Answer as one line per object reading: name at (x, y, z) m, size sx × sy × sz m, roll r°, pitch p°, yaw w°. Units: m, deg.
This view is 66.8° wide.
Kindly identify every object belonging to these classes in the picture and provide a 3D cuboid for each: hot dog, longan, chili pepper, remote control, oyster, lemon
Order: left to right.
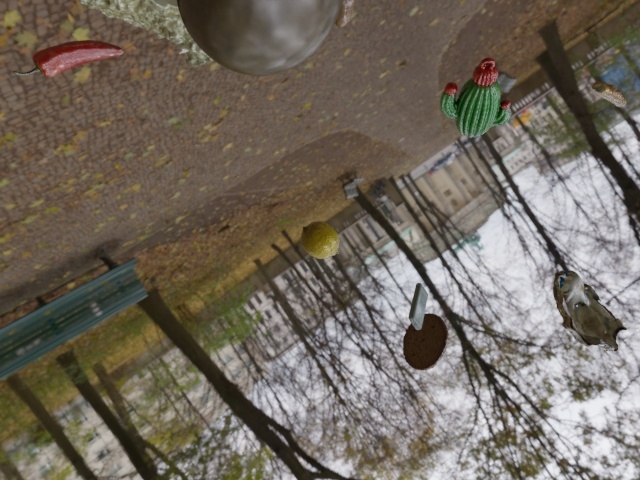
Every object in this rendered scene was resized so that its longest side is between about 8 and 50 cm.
chili pepper at (-0.641, -0.468, 1.241) m, size 0.272 × 0.063 × 0.071 m, roll -29°, pitch 152°, yaw -25°
longan at (-0.091, -0.382, 0.729) m, size 0.258 × 0.258 × 0.258 m, roll -34°, pitch 179°, yaw -1°
lemon at (0.000, 0.000, 1.464) m, size 0.109 × 0.133 × 0.109 m, roll -52°, pitch -178°, yaw 3°
remote control at (0.246, 0.163, 1.215) m, size 0.018 × 0.053 × 0.124 m, roll -16°, pitch -146°, yaw 34°
oyster at (0.597, 0.165, 1.122) m, size 0.223 × 0.214 × 0.083 m, roll 6°, pitch 136°, yaw -39°
hot dog at (0.603, -0.301, 1.004) m, size 0.137 × 0.044 × 0.028 m, roll 6°, pitch 131°, yaw -42°

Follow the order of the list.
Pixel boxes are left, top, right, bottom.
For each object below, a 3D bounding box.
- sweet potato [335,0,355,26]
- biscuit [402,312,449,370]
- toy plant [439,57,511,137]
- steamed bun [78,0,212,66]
sweet potato at (0.070, -0.691, 1.180) m, size 0.106 × 0.095 × 0.354 m, roll -15°, pitch 146°, yaw -4°
biscuit at (0.334, 0.321, 1.544) m, size 0.188 × 0.027 × 0.187 m, roll -41°, pitch -144°, yaw 39°
toy plant at (0.367, -0.336, 1.169) m, size 0.155 × 0.088 × 0.240 m, roll -8°, pitch 154°, yaw 32°
steamed bun at (-0.317, -0.498, 0.940) m, size 0.272 × 0.290 × 0.273 m, roll -4°, pitch 112°, yaw -45°
